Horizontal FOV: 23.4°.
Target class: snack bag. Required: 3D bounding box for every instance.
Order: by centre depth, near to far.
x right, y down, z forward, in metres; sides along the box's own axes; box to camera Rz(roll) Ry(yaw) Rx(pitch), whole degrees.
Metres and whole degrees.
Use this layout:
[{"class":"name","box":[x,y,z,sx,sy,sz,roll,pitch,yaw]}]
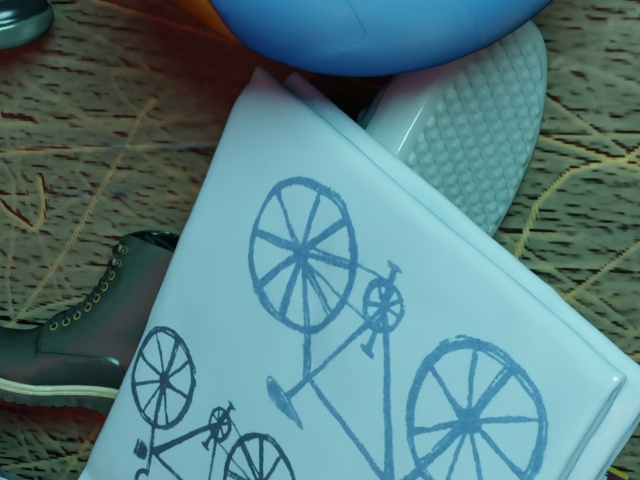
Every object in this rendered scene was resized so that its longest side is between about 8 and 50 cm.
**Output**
[{"class":"snack bag","box":[-0.005,0.122,0.860,0.323,0.037,0.342,42,116,39]}]

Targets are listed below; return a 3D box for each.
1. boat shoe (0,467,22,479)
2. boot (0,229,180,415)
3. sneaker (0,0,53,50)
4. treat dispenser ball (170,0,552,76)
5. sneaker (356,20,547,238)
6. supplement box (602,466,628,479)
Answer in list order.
[{"class":"boat shoe","box":[-0.146,0.234,1.125,0.302,0.091,0.114,35,160,3]},{"class":"boot","box":[-0.164,0.045,1.076,0.198,0.077,0.137,9,108,1]},{"class":"sneaker","box":[-0.283,-0.195,1.013,0.227,0.087,0.130,16,120,19]},{"class":"treat dispenser ball","box":[0.021,-0.228,0.785,0.288,0.288,0.288,6,111,17]},{"class":"sneaker","box":[0.000,0.000,0.970,0.150,0.135,0.366,38,104,37]},{"class":"supplement box","box":[0.115,0.221,1.033,0.104,0.081,0.188,28,116,7]}]
